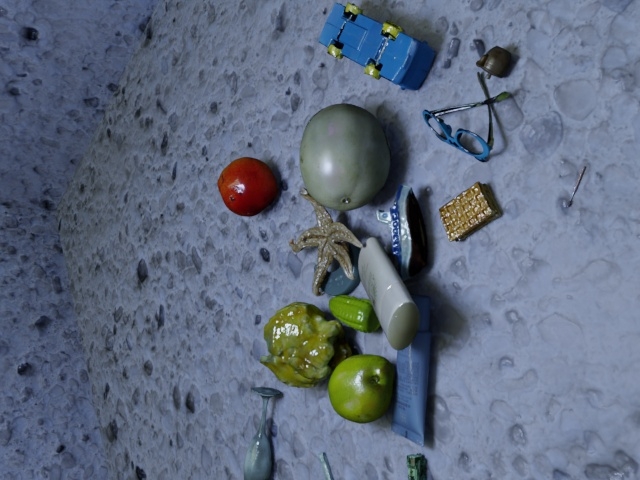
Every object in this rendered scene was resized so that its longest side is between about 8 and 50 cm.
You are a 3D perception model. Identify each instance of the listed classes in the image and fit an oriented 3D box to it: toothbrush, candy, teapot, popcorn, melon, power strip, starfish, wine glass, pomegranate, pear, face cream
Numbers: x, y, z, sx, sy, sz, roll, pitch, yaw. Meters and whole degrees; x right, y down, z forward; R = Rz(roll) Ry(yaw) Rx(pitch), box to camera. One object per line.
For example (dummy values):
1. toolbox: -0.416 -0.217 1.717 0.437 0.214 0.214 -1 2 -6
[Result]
1. toothbrush: 0.575 -0.121 1.401 0.006 0.008 0.097 26 103 33
2. candy: 0.093 0.207 1.830 0.209 0.096 0.097 15 95 53
3. teapot: 0.424 -0.454 1.573 0.080 0.085 0.110 -62 25 17
4. popcorn: -0.042 0.308 1.865 0.276 0.225 0.276 23 138 22
5. melon: 0.071 -0.248 1.793 0.268 0.268 0.330 -34 44 40
6. power strip: 0.051 0.107 1.925 0.216 0.044 0.137 -35 60 39
7. starfish: 0.008 -0.005 1.879 0.375 0.094 0.327 -21 87 56
8. wine glass: -0.142 0.661 2.018 0.264 0.096 0.309 6 89 47
9. pomegranate: -0.259 -0.194 2.199 0.210 0.210 0.235 -61 21 22
10. pear: 0.119 0.400 1.700 0.219 0.187 0.187 -40 56 48
11. face cream: 0.244 0.336 1.649 0.135 0.086 0.385 7 94 59
12. face cream: 0.175 0.141 1.639 0.348 0.081 0.173 -110 17 -61

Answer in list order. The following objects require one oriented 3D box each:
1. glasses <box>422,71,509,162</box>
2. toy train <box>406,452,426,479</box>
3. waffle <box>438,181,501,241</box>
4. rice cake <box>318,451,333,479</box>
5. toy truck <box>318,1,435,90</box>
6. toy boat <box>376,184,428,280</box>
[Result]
1. glasses: 0.372 -0.330 1.588 0.239 0.102 0.207 37 112 45
2. toy train: 0.249 0.598 1.622 0.033 0.053 0.083 -5 79 47
3. waffle: 0.377 -0.071 1.588 0.148 0.042 0.102 -38 59 38
4. rice cake: 0.020 0.703 1.886 0.022 0.021 0.121 -35 59 28
5. toy truck: 0.160 -0.570 1.818 0.385 0.162 0.161 42 115 41
6. toy boat: 0.218 -0.019 1.699 0.115 0.114 0.262 -14 82 34
